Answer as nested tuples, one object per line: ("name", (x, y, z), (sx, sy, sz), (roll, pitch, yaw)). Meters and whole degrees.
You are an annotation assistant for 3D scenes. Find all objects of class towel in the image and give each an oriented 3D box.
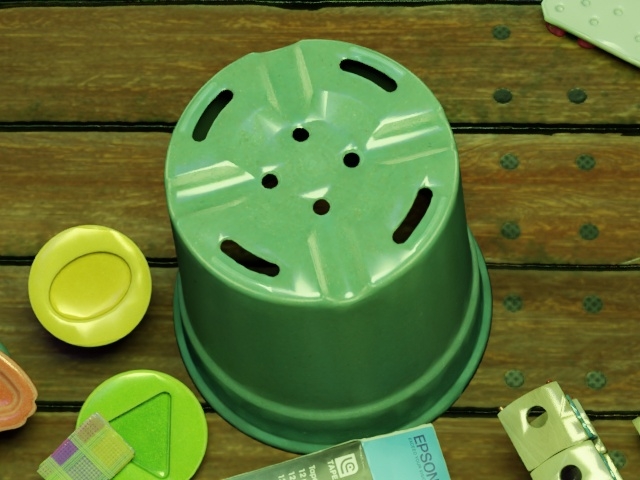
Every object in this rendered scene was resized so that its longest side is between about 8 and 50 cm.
("towel", (-0.229, 0.215, 1.317), (0.083, 0.009, 0.060), (-44, 96, -5))

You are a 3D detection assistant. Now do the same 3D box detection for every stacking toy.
("stacking toy", (-0.275, 0.161, 1.381), (0.309, 0.130, 0.279), (-31, 95, -7))

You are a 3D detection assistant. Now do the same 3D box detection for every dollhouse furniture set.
("dollhouse furniture set", (0.287, 0.179, 1.271), (0.183, 0.129, 0.129), (-32, 67, 9))

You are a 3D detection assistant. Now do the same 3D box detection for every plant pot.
("plant pot", (0.000, 0.000, 1.281), (0.341, 0.334, 0.341), (-2, 67, 4))

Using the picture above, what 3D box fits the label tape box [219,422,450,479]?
("label tape box", (-0.026, 0.342, 1.258), (0.347, 0.115, 0.249), (-15, 67, -6))

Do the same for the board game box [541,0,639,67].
("board game box", (0.511, -0.306, 1.533), (0.390, 0.050, 0.390), (30, 72, 15))
